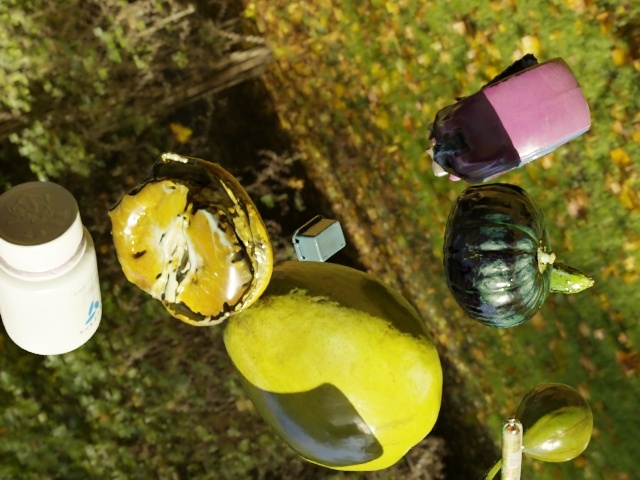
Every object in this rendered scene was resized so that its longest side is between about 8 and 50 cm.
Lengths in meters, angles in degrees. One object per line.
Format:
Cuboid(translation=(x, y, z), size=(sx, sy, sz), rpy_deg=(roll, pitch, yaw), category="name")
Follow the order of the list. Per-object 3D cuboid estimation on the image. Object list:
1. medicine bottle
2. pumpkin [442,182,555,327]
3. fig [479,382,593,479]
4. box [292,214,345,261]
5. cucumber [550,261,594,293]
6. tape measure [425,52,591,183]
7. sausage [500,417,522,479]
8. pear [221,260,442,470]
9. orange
Cuboid(translation=(-0.451, 0.047, 1.639), size=(0.293, 0.170, 0.170), rpy_deg=(98, 150, -52), category="medicine bottle")
Cuboid(translation=(0.243, 0.020, 1.343), size=(0.202, 0.140, 0.201), rpy_deg=(18, -111, -61), category="pumpkin")
Cuboid(translation=(0.387, 0.363, 1.878), size=(0.151, 0.259, 0.151), rpy_deg=(56, 158, 38), category="fig")
Cuboid(translation=(0.000, 0.000, 1.924), size=(0.054, 0.099, 0.074), rpy_deg=(0, 116, 42), category="box")
Cuboid(translation=(0.424, 0.064, 1.981), size=(0.069, 0.228, 0.069), rpy_deg=(11, -90, -71), category="cucumber")
Cuboid(translation=(0.272, -0.179, 1.503), size=(0.231, 0.245, 0.149), rpy_deg=(18, -133, -88), category="tape measure")
Cuboid(translation=(0.308, 0.360, 1.625), size=(0.269, 0.033, 0.032), rpy_deg=(80, 165, -48), category="sausage")
Cuboid(translation=(0.017, 0.161, 1.335), size=(0.307, 0.253, 0.253), rpy_deg=(38, 171, 3), category="pear")
Cuboid(translation=(-0.117, -0.002, 0.974), size=(0.112, 0.160, 0.169), rpy_deg=(-4, -98, -62), category="orange")
